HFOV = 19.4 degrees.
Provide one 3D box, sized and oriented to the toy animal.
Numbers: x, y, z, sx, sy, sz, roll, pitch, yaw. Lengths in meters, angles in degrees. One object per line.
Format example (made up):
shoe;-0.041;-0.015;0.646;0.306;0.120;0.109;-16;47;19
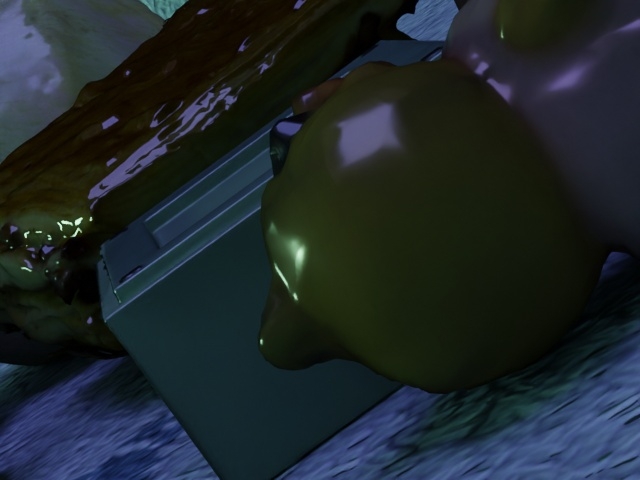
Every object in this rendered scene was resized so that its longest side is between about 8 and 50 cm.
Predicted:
toy animal;0.089;-0.036;0.792;0.281;0.195;0.169;-31;51;3

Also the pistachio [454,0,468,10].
pistachio;0.183;-0.197;1.259;0.206;0.131;0.129;-25;57;41

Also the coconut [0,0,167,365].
coconut;-0.251;-0.060;1.527;0.353;0.352;0.352;-34;11;7

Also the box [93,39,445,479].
box;0.000;0.000;0.979;0.225;0.117;0.225;-36;11;-3

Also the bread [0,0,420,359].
bread;-0.079;-0.043;1.277;0.324;0.167;0.277;-45;21;-22
